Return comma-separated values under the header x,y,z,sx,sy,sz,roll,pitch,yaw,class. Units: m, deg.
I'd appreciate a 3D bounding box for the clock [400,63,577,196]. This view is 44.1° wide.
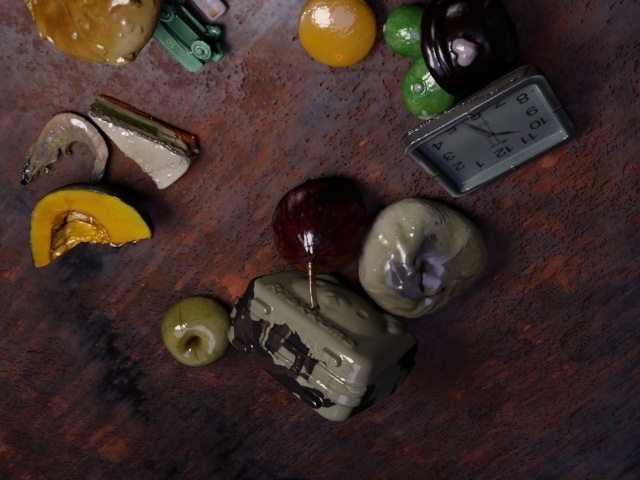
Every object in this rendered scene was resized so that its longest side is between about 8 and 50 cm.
x,y,z,sx,sy,sz,roll,pitch,yaw,class
0.313,-0.197,1.460,0.273,0.049,0.279,-28,151,21,clock

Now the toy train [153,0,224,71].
x,y,z,sx,sy,sz,roll,pitch,yaw,class
-0.253,-0.379,1.425,0.099,0.070,0.172,-26,120,40,toy train

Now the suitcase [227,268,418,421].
x,y,z,sx,sy,sz,roll,pitch,yaw,class
0.024,0.187,1.641,0.351,0.339,0.194,34,113,27,suitcase

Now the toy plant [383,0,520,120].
x,y,z,sx,sy,sz,roll,pitch,yaw,class
0.221,-0.324,1.385,0.235,0.175,0.218,-8,121,43,toy plant

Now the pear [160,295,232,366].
x,y,z,sx,sy,sz,roll,pitch,yaw,class
-0.278,0.204,1.789,0.167,0.136,0.167,1,121,2,pear

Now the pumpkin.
x,y,z,sx,sy,sz,roll,pitch,yaw,class
-0.482,-0.069,1.601,0.312,0.148,0.169,-15,126,20,pumpkin

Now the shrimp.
x,y,z,sx,sy,sz,roll,pitch,yaw,class
-0.518,-0.162,1.608,0.152,0.046,0.219,42,117,-19,shrimp

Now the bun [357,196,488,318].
x,y,z,sx,sy,sz,roll,pitch,yaw,class
0.207,0.047,1.632,0.272,0.168,0.273,-1,119,-3,bun

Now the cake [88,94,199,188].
x,y,z,sx,sy,sz,roll,pitch,yaw,class
-0.331,-0.207,1.538,0.116,0.086,0.220,-26,119,20,cake

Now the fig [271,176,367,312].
x,y,z,sx,sy,sz,roll,pitch,yaw,class
-0.012,-0.013,1.553,0.186,0.249,0.204,40,116,-6,fig

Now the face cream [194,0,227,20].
x,y,z,sx,sy,sz,roll,pitch,yaw,class
-0.207,-0.434,1.413,0.040,0.021,0.083,-33,116,26,face cream

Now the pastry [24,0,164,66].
x,y,z,sx,sy,sz,roll,pitch,yaw,class
-0.362,-0.452,1.298,0.284,0.184,0.316,6,117,32,pastry

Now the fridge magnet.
x,y,z,sx,sy,sz,roll,pitch,yaw,class
0.031,-0.379,1.410,0.143,0.063,0.143,3,124,4,fridge magnet
